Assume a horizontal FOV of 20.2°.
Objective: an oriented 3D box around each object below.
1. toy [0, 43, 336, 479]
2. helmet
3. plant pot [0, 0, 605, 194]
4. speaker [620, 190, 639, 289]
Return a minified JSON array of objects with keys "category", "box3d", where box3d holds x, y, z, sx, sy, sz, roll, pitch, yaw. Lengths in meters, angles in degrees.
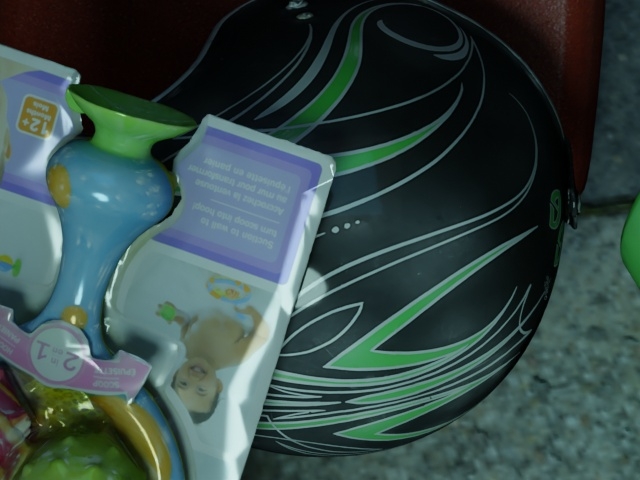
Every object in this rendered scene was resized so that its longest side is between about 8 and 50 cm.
[{"category":"toy","box3d":[-0.096,0.065,0.577,0.137,0.056,0.237,19,97,9]},{"category":"helmet","box3d":[0.000,0.000,0.658,0.169,0.169,0.161,26,51,13]},{"category":"plant pot","box3d":[0.008,-0.206,0.758,0.267,0.236,0.267,9,54,2]},{"category":"speaker","box3d":[0.252,0.062,0.656,0.131,0.131,0.296,-34,64,-25]}]
